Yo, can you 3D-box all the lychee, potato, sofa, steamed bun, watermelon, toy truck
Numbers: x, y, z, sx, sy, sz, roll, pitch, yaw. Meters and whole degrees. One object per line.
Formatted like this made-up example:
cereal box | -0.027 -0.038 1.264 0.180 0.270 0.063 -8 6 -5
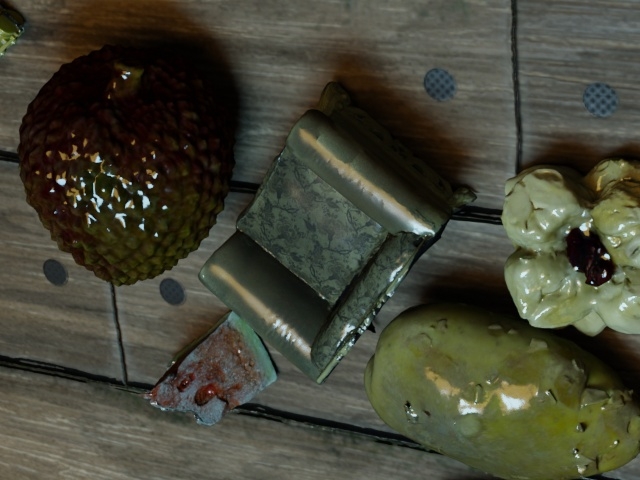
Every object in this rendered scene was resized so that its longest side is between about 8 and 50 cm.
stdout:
lychee | -0.202 -0.076 1.769 0.236 0.236 0.271 16 131 23
potato | 0.182 0.160 1.715 0.296 0.141 0.191 12 138 16
sofa | 0.000 0.000 1.718 0.200 0.182 0.258 41 127 7
steamed bun | 0.254 0.019 1.626 0.177 0.106 0.192 6 118 30
watermelon | -0.116 0.150 1.901 0.121 0.158 0.098 -41 89 10
toy truck | -0.389 -0.222 1.916 0.063 0.052 0.123 47 126 -6
